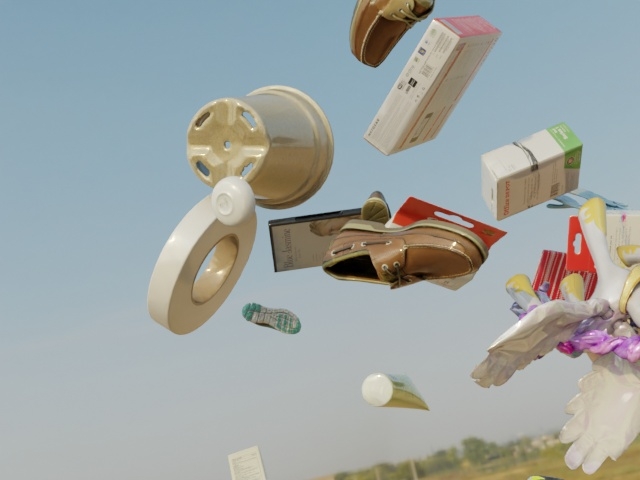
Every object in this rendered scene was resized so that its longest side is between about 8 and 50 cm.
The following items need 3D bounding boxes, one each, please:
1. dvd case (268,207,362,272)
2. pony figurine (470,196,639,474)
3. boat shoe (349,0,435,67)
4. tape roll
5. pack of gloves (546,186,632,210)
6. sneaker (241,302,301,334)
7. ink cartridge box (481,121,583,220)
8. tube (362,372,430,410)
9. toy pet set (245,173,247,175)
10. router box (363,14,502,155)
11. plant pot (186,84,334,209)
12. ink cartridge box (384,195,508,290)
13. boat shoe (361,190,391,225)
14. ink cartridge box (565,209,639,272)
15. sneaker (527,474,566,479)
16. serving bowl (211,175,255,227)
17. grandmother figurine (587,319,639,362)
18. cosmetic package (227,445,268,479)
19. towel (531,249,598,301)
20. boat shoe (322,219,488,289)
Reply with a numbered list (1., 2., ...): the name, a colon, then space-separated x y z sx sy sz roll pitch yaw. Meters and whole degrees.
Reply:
1. dvd case: 0.000 0.000 2.227 0.252 0.022 0.180 -8 -42 -3
2. pony figurine: 0.420 0.131 1.380 0.302 0.363 0.351 38 -76 -20
3. boat shoe: 0.169 -0.495 1.780 0.122 0.120 0.324 4 -57 -41
4. tape roll: -0.296 0.058 2.270 0.072 0.392 0.392 29 -6 17
5. pack of gloves: 0.650 -0.087 2.205 0.232 0.046 0.195 25 23 30
6. sneaker: -0.131 0.205 2.332 0.166 0.065 0.076 21 -13 -12
7. ink cartridge box: 0.489 -0.159 2.061 0.219 0.093 0.160 -21 -38 -6
8. tube: 0.149 0.289 1.691 0.062 0.070 0.240 3 -7 25
9. toy pet set: -0.138 -0.143 2.439 0.122 0.065 0.114 -17 -41 43
10. router box: 0.277 -0.381 2.161 0.301 0.082 0.336 -25 -29 -57
11. plant pot: -0.173 -0.236 2.236 0.333 0.334 0.305 -19 -2 22
12. ink cartridge box: 0.202 0.013 1.588 0.189 0.066 0.232 19 -17 -6
13. boat shoe: 0.134 -0.011 2.015 0.080 0.073 0.224 6 -53 16
14. ink cartridge box: 0.661 0.002 1.983 0.230 0.134 0.078 1 11 1
15. sneaker: 0.520 0.657 2.050 0.111 0.121 0.300 5 -51 12
16. serving bowl: -0.143 -0.059 1.394 0.083 0.083 0.027 -24 -5 37
17. grandmother figurine: 0.579 0.258 1.615 0.207 0.104 0.342 -24 -53 30
18. cosmetic package: -0.122 0.414 1.537 0.060 0.041 0.115 -17 27 -3
19. towel: 0.712 0.141 2.424 0.274 0.199 0.031 11 14 -8
20. boat shoe: 0.134 0.037 1.471 0.307 0.111 0.104 0 42 47
